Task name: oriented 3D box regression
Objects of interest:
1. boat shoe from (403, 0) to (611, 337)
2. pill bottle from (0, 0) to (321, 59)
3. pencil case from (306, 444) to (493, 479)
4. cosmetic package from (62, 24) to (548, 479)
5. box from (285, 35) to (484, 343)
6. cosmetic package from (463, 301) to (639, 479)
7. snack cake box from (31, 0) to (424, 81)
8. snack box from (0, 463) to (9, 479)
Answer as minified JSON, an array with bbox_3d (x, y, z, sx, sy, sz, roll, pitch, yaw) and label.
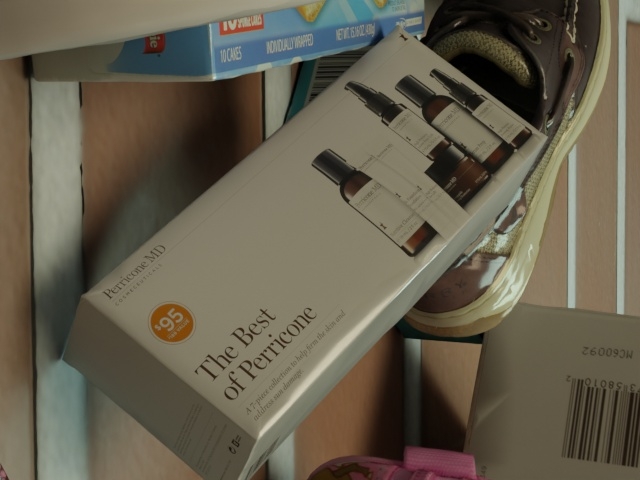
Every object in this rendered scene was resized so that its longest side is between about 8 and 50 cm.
[{"bbox_3d":[0.097,-0.088,0.864,0.092,0.103,0.285,60,44,-57],"label":"boat shoe"},{"bbox_3d":[-0.084,-0.224,0.480,0.176,0.176,0.318,-31,114,-63],"label":"pill bottle"},{"bbox_3d":[0.010,0.291,0.771,0.160,0.167,0.386,38,48,-18],"label":"pencil case"},{"bbox_3d":[0.000,0.000,0.706,0.239,0.099,0.060,-44,166,-37],"label":"cosmetic package"},{"bbox_3d":[0.054,-0.031,0.967,0.244,0.060,0.100,55,43,-54],"label":"box"},{"bbox_3d":[0.212,0.202,1.107,0.365,0.197,0.155,75,24,-60],"label":"cosmetic package"},{"bbox_3d":[-0.036,-0.162,0.719,0.264,0.089,0.152,-27,117,-64],"label":"snack cake box"},{"bbox_3d":[-0.144,0.160,0.550,0.141,0.037,0.100,-64,148,-44],"label":"snack box"}]
